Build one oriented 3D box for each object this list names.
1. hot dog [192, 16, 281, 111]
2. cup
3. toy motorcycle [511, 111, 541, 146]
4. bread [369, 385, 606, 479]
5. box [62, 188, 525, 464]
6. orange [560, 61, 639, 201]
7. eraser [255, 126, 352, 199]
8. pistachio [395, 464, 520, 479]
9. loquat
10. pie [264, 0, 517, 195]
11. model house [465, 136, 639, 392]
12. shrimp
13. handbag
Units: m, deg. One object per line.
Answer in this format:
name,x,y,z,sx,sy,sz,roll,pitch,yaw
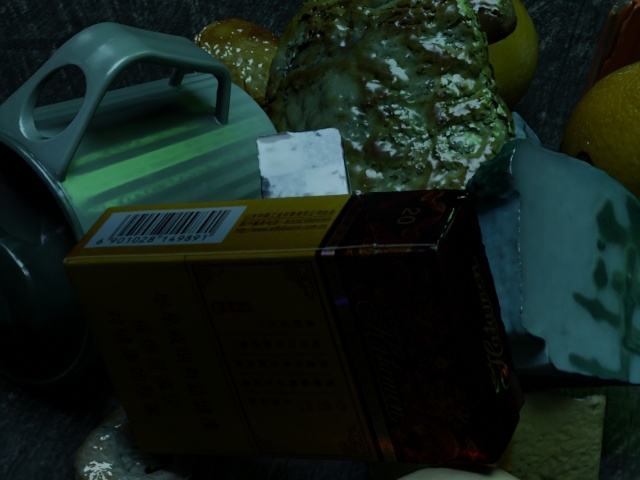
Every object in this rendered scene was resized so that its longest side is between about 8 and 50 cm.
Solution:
hot dog,-0.089,-0.246,2.331,0.175,0.114,0.259,-26,43,-31
cup,-0.231,-0.051,1.798,0.392,0.401,0.310,-27,84,-44
toy motorcycle,0.258,-0.090,2.126,0.206,0.154,0.260,10,33,-34
bread,0.180,0.216,1.692,0.266,0.178,0.142,-3,66,-8
box,-0.023,0.092,1.529,0.415,0.264,0.116,-4,30,26
orange,0.456,-0.113,2.025,0.274,0.274,0.274,4,34,-2
eraser,0.000,0.000,1.732,0.096,0.404,0.098,-9,68,3
pistachio,0.102,0.320,1.451,0.299,0.187,0.187,-22,43,-35
loquat,0.218,-0.287,2.342,0.244,0.244,0.244,4,34,-2
pie,0.076,-0.149,2.042,0.395,0.180,0.418,-7,62,27
model house,0.197,0.068,1.770,0.295,0.329,0.252,13,66,-42
shrimp,-0.185,0.219,1.685,0.126,0.047,0.223,20,39,14
handbag,0.501,-0.290,2.302,0.116,0.303,0.410,24,38,16
